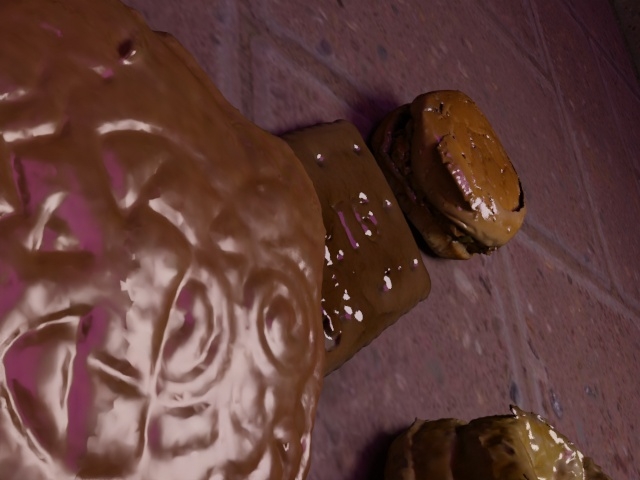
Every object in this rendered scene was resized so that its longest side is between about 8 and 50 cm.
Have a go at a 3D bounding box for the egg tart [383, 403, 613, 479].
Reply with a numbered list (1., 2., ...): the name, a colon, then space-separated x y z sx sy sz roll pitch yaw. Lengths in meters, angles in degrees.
1. egg tart: 0.187 0.248 0.688 0.290 0.115 0.290 34 22 -16

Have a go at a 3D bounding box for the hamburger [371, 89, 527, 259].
1. hamburger: 0.156 -0.077 0.968 0.214 0.108 0.214 34 40 -34

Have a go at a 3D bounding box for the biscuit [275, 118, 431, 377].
1. biscuit: 0.000 0.000 0.734 0.325 0.044 0.217 -25 91 -59

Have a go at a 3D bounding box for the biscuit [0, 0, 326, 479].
1. biscuit: -0.121 0.037 0.454 0.365 0.062 0.385 38 49 -38
